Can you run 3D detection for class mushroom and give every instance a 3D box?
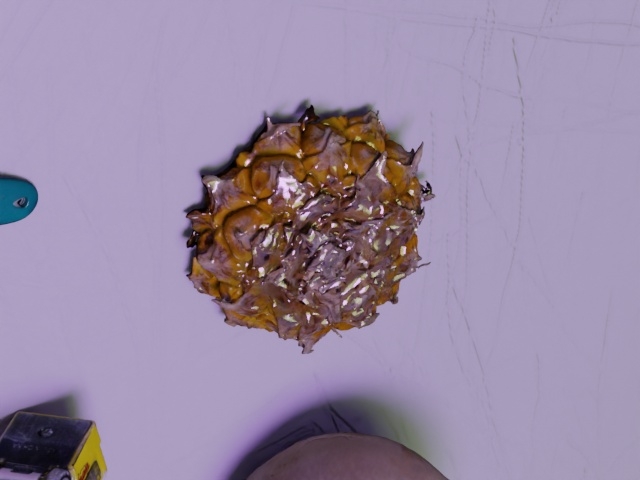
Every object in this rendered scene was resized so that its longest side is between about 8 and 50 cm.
[{"bbox_3d":[0.029,0.259,1.521,0.227,0.178,0.226,6,128,8],"label":"mushroom"}]

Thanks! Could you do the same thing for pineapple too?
[{"bbox_3d":[0.000,0.000,1.379,0.225,0.076,0.224,-16,131,-20],"label":"pineapple"}]

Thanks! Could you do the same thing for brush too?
[{"bbox_3d":[-0.280,-0.028,1.225,0.193,0.032,0.043,-5,120,-43],"label":"brush"}]

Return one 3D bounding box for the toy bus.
[{"bbox_3d":[-0.232,0.224,1.311,0.081,0.226,0.074,5,135,16],"label":"toy bus"}]
